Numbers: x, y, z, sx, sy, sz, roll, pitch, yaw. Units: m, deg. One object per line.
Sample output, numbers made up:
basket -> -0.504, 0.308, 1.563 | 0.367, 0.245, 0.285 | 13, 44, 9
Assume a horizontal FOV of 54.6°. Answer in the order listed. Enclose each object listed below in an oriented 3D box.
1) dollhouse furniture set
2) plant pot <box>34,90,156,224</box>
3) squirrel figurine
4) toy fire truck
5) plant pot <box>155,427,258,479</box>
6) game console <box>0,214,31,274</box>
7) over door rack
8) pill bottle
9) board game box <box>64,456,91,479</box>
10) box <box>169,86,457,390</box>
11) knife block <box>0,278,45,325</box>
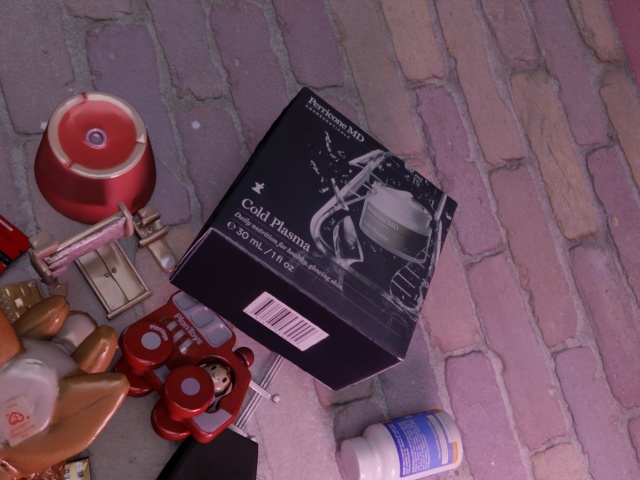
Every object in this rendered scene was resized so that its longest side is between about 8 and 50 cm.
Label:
dollhouse furniture set -> -0.412, 0.038, 1.289 | 0.303, 0.355, 0.174 | -33, 91, -25
plant pot -> -0.494, -0.190, 1.376 | 0.274, 0.243, 0.275 | 5, 76, -19
squirrel figurine -> -0.539, 0.290, 1.141 | 0.281, 0.370, 0.397 | 27, 87, -16
toy fire truck -> -0.273, 0.258, 1.316 | 0.302, 0.169, 0.254 | 44, 48, 12
plant pot -> -0.237, 0.500, 1.346 | 0.187, 0.188, 0.167 | 30, 55, -11
game console -> -0.735, 0.012, 1.360 | 0.144, 0.085, 0.124 | 41, 36, -7
over door rack -> -0.224, 0.285, 1.434 | 0.324, 0.108, 0.240 | 36, 67, -9
pill bottle -> 0.193, 0.511, 1.510 | 0.271, 0.152, 0.152 | -6, 79, -22
board game box -> -0.546, 0.588, 1.272 | 0.165, 0.042, 0.243 | -6, 79, -22
box -> 0.000, 0.000, 1.431 | 0.479, 0.297, 0.472 | 35, 52, -11
knife block -> -0.745, 0.182, 1.288 | 0.088, 0.242, 0.275 | 66, 21, 3
